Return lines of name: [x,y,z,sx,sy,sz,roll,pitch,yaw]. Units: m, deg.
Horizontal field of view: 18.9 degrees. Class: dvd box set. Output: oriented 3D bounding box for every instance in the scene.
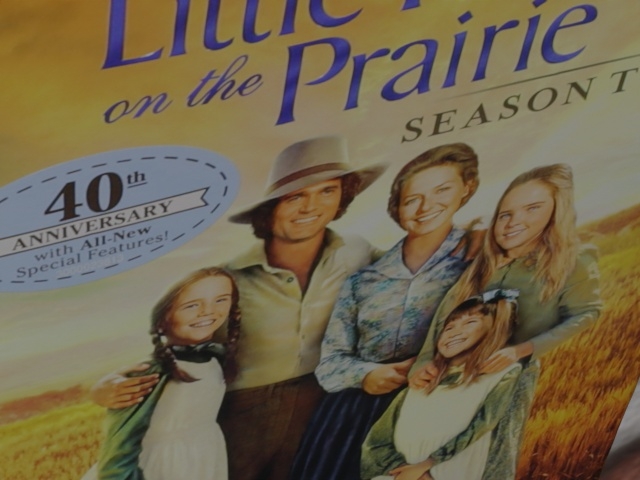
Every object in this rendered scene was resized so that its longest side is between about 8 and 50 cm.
dvd box set: [0.000,0.000,0.682,0.307,0.062,0.420,-13,142,-21]
